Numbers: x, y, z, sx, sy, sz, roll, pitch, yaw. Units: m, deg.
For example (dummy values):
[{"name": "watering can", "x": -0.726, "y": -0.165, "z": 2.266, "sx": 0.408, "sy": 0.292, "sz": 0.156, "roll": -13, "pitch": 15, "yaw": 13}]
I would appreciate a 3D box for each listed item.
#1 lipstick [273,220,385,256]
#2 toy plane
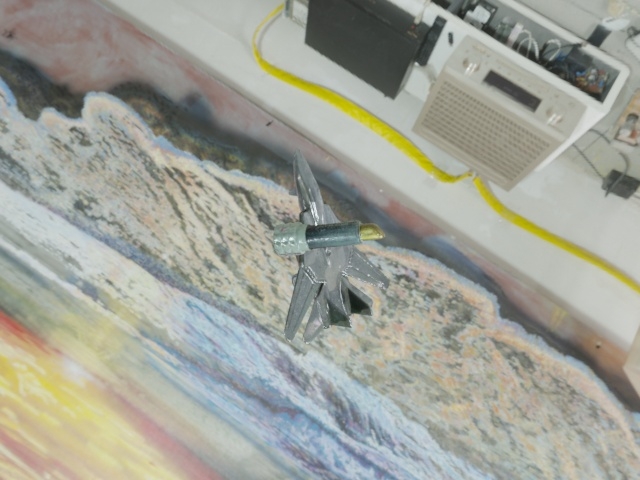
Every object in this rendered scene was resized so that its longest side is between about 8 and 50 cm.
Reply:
[{"name": "lipstick", "x": 0.009, "y": -0.006, "z": 0.479, "sx": 0.116, "sy": 0.037, "sz": 0.037, "roll": -7, "pitch": 143, "yaw": 19}, {"name": "toy plane", "x": -0.007, "y": 0.002, "z": 0.674, "sx": 0.088, "sy": 0.212, "sz": 0.267, "roll": -15, "pitch": 96, "yaw": 53}]
